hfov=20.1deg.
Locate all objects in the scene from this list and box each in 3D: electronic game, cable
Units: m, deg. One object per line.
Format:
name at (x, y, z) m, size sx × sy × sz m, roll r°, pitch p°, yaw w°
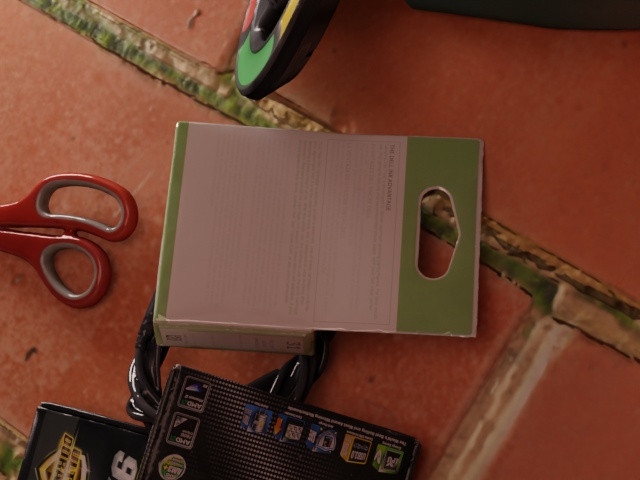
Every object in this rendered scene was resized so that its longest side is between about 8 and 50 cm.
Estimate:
electronic game at (-0.015, -0.214, 1.353) m, size 0.048 × 0.229 × 0.229 m, roll 19°, pitch 84°, yaw -14°
cable at (-0.069, 0.086, 1.368) m, size 0.151 × 0.047 × 0.184 m, roll 13°, pitch 63°, yaw 14°

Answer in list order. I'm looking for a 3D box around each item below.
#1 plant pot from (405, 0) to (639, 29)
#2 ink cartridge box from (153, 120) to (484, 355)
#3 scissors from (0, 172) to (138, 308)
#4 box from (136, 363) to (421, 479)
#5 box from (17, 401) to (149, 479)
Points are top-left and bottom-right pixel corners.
plant pot at (0.177, -0.244, 1.291) m, size 0.234 × 0.165 × 0.165 m, roll 14°, pitch 84°, yaw 19°
ink cartridge box at (0.000, 0.000, 1.348) m, size 0.235 × 0.056 × 0.171 m, roll 4°, pitch 64°, yaw 1°
scissors at (-0.281, -0.020, 1.518) m, size 0.297 × 0.021 × 0.109 m, roll 13°, pitch 92°, yaw 29°
box at (-0.044, 0.203, 1.292) m, size 0.191 × 0.045 × 0.184 m, roll 19°, pitch 82°, yaw -6°
box at (-0.162, 0.249, 1.379) m, size 0.175 × 0.051 × 0.220 m, roll 12°, pitch 83°, yaw 25°
